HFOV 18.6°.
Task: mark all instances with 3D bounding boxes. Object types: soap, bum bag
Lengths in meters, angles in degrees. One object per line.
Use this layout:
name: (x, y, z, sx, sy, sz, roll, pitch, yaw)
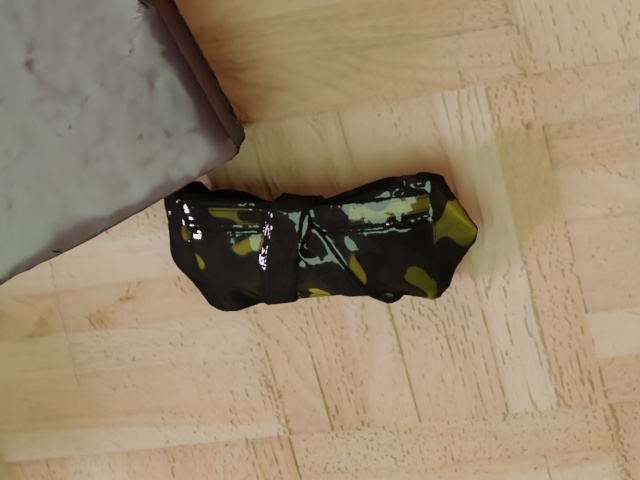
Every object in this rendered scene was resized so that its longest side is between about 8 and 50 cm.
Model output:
soap: (-0.242, -0.124, 1.344, 0.285, 0.107, 0.296, -27, 101, 6)
bum bag: (0.000, 0.000, 1.387, 0.232, 0.060, 0.106, 0, 121, 21)
